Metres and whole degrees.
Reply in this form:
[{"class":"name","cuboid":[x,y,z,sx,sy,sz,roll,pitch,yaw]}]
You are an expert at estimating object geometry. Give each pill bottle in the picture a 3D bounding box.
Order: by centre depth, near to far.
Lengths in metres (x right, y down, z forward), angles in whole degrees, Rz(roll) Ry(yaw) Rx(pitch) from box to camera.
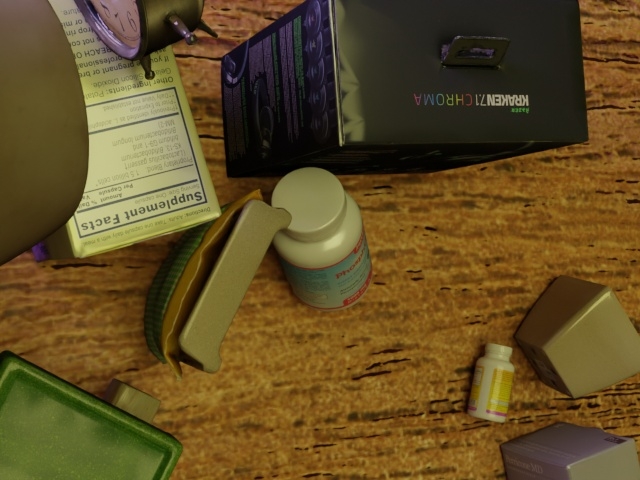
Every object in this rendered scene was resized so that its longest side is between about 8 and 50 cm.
[{"class":"pill bottle","cuboid":[0.000,0.000,0.860,0.087,0.160,0.087,-4,63,7]},{"class":"pill bottle","cuboid":[0.192,0.158,1.011,0.043,0.043,0.083,15,82,-23]}]

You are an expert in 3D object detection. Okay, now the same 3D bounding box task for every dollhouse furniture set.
[{"class":"dollhouse furniture set","cuboid":[-0.175,0.070,0.764,0.151,0.197,0.302,30,78,-19]}]

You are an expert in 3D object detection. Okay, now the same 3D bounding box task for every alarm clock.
[{"class":"alarm clock","cuboid":[-0.136,-0.206,0.591,0.064,0.129,0.192,-34,102,-23]}]

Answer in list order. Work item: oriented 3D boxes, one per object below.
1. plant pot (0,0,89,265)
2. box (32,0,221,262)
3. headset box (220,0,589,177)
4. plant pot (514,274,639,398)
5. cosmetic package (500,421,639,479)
[{"class":"plant pot","cuboid":[-0.309,-0.061,0.546,0.280,0.323,0.323,-19,96,-40]},{"class":"box","cuboid":[-0.199,-0.113,0.749,0.117,0.213,0.243,-17,95,-25]},{"class":"headset box","cuboid":[0.069,-0.136,0.836,0.246,0.283,0.131,-4,90,-24]},{"class":"plant pot","cuboid":[0.288,0.115,1.029,0.096,0.109,0.109,-35,103,-9]},{"class":"cosmetic package","cuboid":[0.294,0.334,1.008,0.107,0.127,0.238,-17,93,-24]}]
